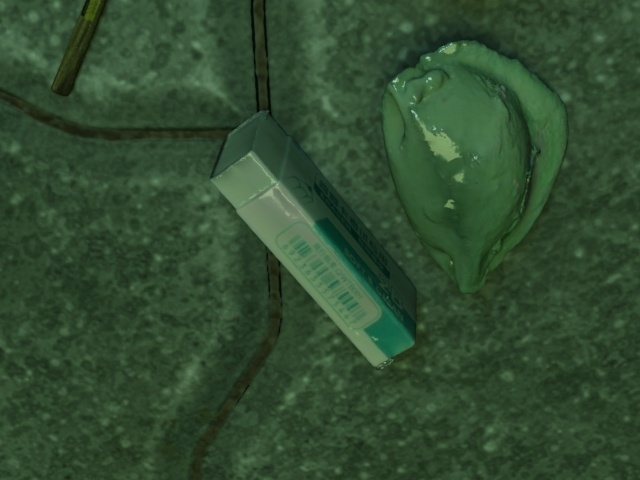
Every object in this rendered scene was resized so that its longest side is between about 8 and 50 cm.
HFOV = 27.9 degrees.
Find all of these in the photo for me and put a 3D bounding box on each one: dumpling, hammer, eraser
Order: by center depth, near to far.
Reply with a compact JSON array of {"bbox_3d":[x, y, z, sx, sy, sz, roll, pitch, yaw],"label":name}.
[{"bbox_3d":[0.132,-0.059,1.047,0.149,0.105,0.216,-9,117,10],"label":"dumpling"},{"bbox_3d":[-0.182,-0.195,1.056,0.062,0.017,0.182,24,120,-7],"label":"hammer"},{"bbox_3d":[0.000,0.000,1.097,0.052,0.095,0.225,-33,111,21],"label":"eraser"}]
